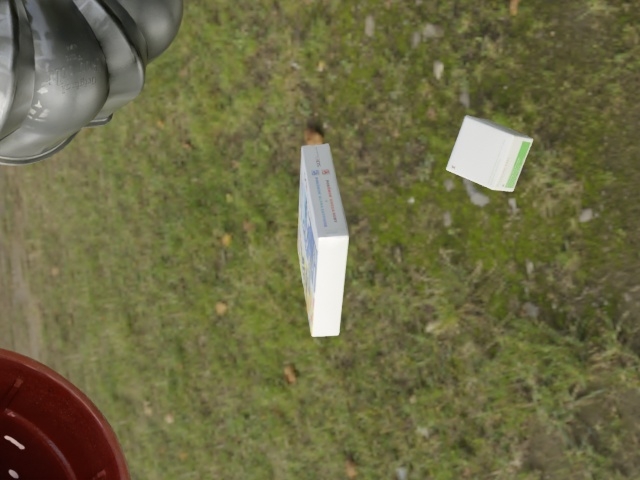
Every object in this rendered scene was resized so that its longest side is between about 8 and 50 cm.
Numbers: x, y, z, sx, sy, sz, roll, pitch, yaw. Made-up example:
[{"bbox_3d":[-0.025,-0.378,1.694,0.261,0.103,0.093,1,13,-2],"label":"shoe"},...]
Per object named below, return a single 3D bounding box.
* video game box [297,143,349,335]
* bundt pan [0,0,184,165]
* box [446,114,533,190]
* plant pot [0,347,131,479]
[{"bbox_3d":[0.000,0.000,1.292,0.205,0.048,0.187,94,172,-45],"label":"video game box"},{"bbox_3d":[-0.222,-0.213,0.606,0.124,0.331,0.331,-1,95,51],"label":"bundt pan"},{"bbox_3d":[0.289,-0.149,1.565,0.102,0.087,0.101,29,107,33],"label":"box"},{"bbox_3d":[-0.358,0.282,0.851,0.265,0.272,0.272,-48,53,31],"label":"plant pot"}]
